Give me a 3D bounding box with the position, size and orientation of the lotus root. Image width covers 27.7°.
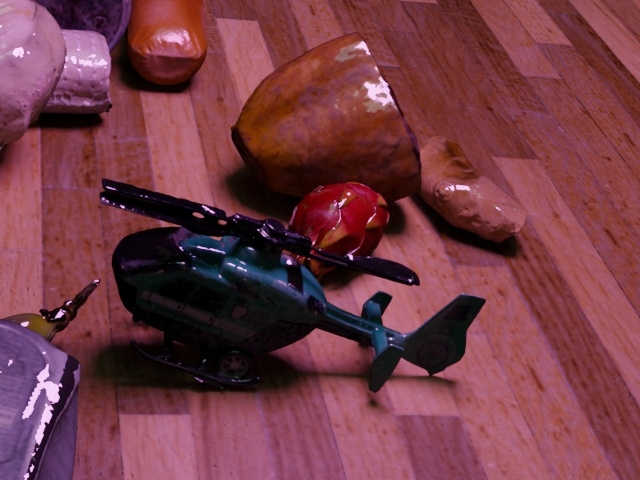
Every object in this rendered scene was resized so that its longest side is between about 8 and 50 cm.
[{"bbox_3d":[0.002,-0.109,1.458,0.180,0.188,0.199,-25,79,-8],"label":"lotus root"}]

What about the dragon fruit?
[{"bbox_3d":[0.000,0.000,1.335,0.094,0.094,0.190,25,43,22],"label":"dragon fruit"}]

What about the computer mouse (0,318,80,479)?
[{"bbox_3d":[-0.283,0.203,0.897,0.203,0.114,0.374,17,39,4],"label":"computer mouse"}]

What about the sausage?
[{"bbox_3d":[-0.205,-0.294,1.722,0.105,0.105,0.274,4,32,-10],"label":"sausage"}]

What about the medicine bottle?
[{"bbox_3d":[-0.377,-0.338,1.675,0.165,0.165,0.273,-15,39,-36],"label":"medicine bottle"}]

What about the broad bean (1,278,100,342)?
[{"bbox_3d":[-0.348,0.089,1.111,0.325,0.067,0.075,-3,64,-25],"label":"broad bean"}]

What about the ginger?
[{"bbox_3d":[0.162,-0.058,1.488,0.095,0.069,0.190,-12,39,-24],"label":"ginger"}]

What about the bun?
[{"bbox_3d":[-0.384,-0.169,1.414,0.239,0.141,0.239,-14,41,13],"label":"bun"}]

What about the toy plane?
[{"bbox_3d":[-0.040,0.054,1.179,0.381,0.155,0.106,21,28,-16],"label":"toy plane"}]

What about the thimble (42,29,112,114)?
[{"bbox_3d":[-0.297,-0.199,1.540,0.090,0.102,0.115,0,33,-20],"label":"thimble"}]
